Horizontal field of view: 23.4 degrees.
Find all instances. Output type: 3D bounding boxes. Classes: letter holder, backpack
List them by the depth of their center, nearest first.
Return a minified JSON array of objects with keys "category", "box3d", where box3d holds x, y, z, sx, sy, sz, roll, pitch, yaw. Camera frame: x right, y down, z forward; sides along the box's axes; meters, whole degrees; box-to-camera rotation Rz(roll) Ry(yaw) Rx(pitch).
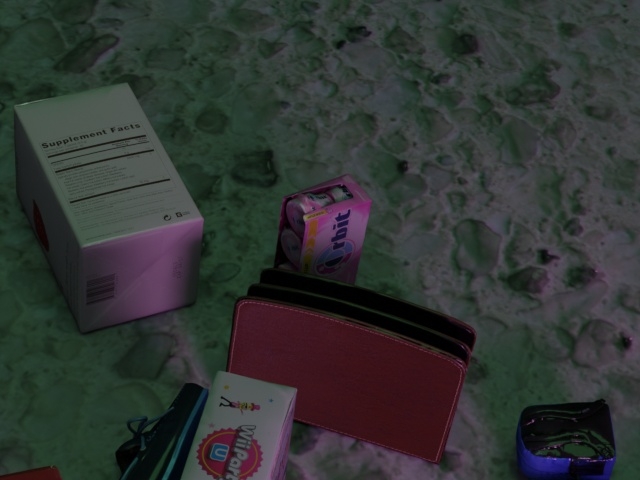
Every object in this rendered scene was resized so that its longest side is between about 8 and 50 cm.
[{"category":"backpack","box3d":[0.311,0.269,1.988,0.120,0.101,0.098,1,43,-3]},{"category":"letter holder","box3d":[0.045,0.129,2.000,0.302,0.214,0.152,16,46,7]}]

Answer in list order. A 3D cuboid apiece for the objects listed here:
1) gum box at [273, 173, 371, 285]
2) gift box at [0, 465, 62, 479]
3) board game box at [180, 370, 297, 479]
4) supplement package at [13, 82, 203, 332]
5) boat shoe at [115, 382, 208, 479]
[{"category":"gum box","box3d":[0.000,0.000,2.137,0.107,0.188,0.062,-20,52,-27]},{"category":"gift box","box3d":[-0.359,0.431,1.605,0.255,0.258,0.276,-6,40,-16]},{"category":"board game box","box3d":[-0.106,0.329,1.717,0.097,0.303,0.224,13,45,4]},{"category":"supplement package","box3d":[-0.300,-0.050,2.143,0.175,0.177,0.293,-15,50,-22]},{"category":"boat shoe","box3d":[-0.215,0.269,1.899,0.089,0.109,0.258,16,43,11]}]
